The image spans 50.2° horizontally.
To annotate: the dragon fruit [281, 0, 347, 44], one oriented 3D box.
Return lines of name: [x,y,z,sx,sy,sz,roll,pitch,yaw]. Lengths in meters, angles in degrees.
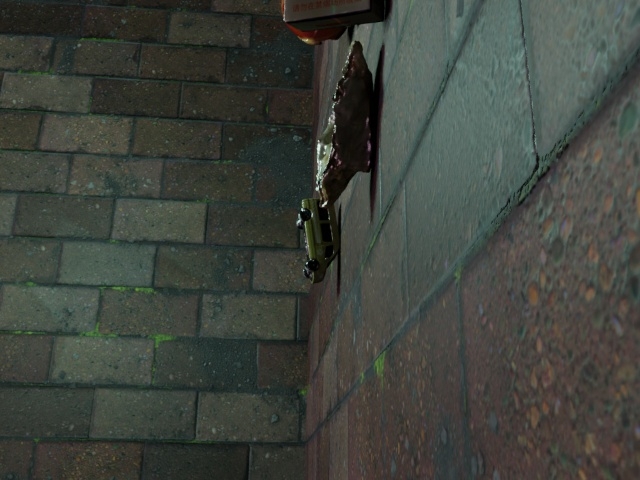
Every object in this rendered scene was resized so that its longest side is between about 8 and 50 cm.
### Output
dragon fruit: [-0.006,-0.684,2.003,0.227,0.224,0.224,-49,-36,-73]

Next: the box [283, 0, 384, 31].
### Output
box: [0.033,-0.591,1.376,0.084,0.198,0.310,1,-89,-62]

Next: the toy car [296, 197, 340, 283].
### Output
toy car: [0.000,0.000,2.075,0.101,0.124,0.257,105,158,-72]

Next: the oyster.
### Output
oyster: [0.061,-0.237,1.450,0.166,0.110,0.341,166,109,-80]
